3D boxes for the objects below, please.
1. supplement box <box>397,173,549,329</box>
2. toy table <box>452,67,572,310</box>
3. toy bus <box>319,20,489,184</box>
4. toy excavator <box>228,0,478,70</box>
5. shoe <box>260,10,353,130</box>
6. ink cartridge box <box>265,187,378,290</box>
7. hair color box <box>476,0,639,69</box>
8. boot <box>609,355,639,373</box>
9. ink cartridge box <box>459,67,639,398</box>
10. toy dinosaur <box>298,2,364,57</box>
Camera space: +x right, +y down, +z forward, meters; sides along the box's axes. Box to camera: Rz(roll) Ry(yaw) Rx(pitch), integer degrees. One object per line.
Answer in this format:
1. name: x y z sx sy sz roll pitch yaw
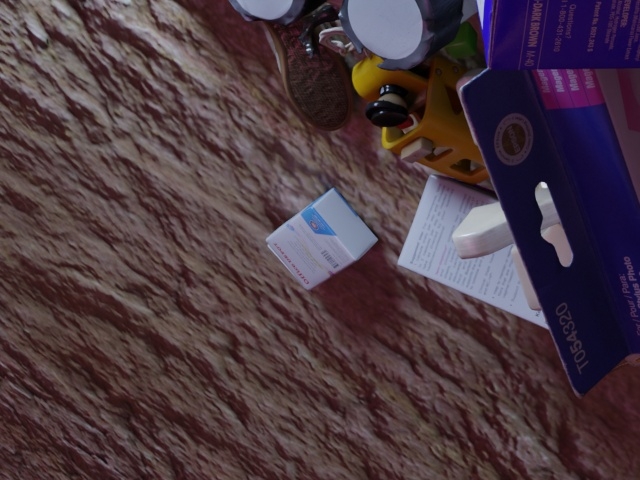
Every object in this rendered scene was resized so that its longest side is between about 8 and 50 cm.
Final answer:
1. supplement box: 0.213 0.018 1.698 0.220 0.111 0.114 22 98 27
2. toy table: 0.240 -0.060 1.510 0.161 0.252 0.274 -8 101 30
3. toy bus: 0.109 -0.131 1.641 0.202 0.104 0.191 0 153 15
4. toy excavator: 0.124 -0.386 1.382 0.433 0.222 0.445 21 128 28
5. shoe: -0.019 -0.224 1.786 0.076 0.058 0.219 -18 119 16
6. ink cartridge box: 0.000 0.000 1.971 0.088 0.052 0.122 50 142 -5
7. hair color box: 0.290 -0.227 1.228 0.339 0.185 0.110 -2 135 -1
8. boot: 0.399 0.137 1.695 0.165 0.077 0.213 45 143 -3
9. ink cartridge box: 0.303 -0.074 1.373 0.071 0.330 0.324 12 133 52
10. toy dinosaur: 0.003 -0.267 1.691 0.118 0.064 0.268 -36 102 23
